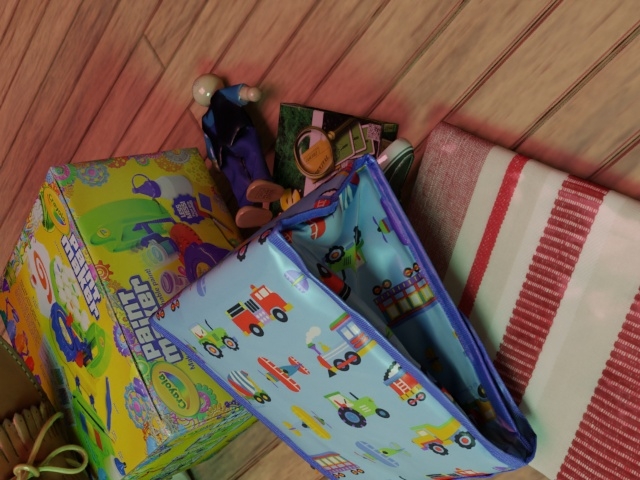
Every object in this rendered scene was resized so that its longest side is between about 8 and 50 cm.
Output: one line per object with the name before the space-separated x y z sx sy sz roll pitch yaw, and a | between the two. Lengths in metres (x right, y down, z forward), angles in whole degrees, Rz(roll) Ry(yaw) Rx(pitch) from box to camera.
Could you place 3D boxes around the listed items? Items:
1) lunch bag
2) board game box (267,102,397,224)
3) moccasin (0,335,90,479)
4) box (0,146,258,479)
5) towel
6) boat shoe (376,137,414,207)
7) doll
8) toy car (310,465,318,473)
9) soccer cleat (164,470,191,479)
lunch bag | 0.028 0.114 0.678 0.293 0.138 0.221 53 138 -4
board game box | 0.000 0.000 0.801 0.136 0.030 0.260 19 109 41
moccasin | -0.286 0.261 0.776 0.147 0.139 0.380 -10 97 47
box | -0.201 0.101 0.874 0.279 0.177 0.290 -45 67 46
towel | 0.192 0.069 0.635 0.329 0.037 0.237 30 115 34
boat shoe | 0.052 -0.026 0.709 0.040 0.049 0.142 40 123 19
doll | -0.091 -0.110 0.840 0.189 0.046 0.129 64 142 32
toy car | 0.010 0.242 0.836 0.040 0.060 0.122 -5 116 0
soccer cleat | -0.217 0.264 1.012 0.196 0.068 0.076 45 120 31
